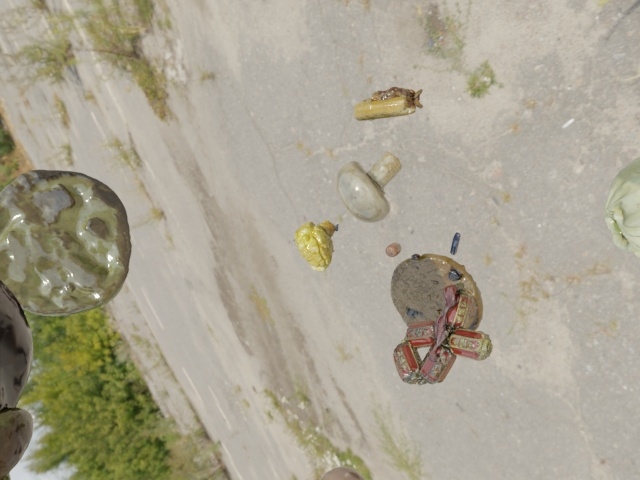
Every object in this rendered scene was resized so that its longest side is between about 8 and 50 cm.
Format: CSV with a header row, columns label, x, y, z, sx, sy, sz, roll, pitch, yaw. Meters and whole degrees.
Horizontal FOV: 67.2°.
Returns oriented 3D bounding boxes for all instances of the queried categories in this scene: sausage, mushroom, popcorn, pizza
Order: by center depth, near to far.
label,x,y,z,sx,sy,sz,roll,pitch,yaw
popcorn,0.000,0.000,0.781,0.084,0.084,0.084,39,145,35
pizza,0.186,-0.341,1.172,0.154,0.193,0.069,0,113,40
sausage,0.193,0.024,1.272,0.034,0.083,0.034,2,97,18
mushroom,0.149,-0.153,1.450,0.206,0.209,0.207,160,90,-74

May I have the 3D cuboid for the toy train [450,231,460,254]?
label,x,y,z,sx,sy,sz,roll,pitch,yaw
toy train,0.367,0.008,1.315,0.017,0.017,0.083,33,152,28

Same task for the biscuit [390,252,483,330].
label,x,y,z,sx,sy,sz,roll,pitch,yaw
biscuit,0.342,0.168,1.428,0.295,0.075,0.296,15,120,28

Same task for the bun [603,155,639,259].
label,x,y,z,sx,sy,sz,roll,pitch,yaw
bun,0.696,-0.057,1.024,0.159,0.259,0.260,-13,107,24

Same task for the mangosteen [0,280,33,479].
label,x,y,z,sx,sy,sz,roll,pitch,yaw
mangosteen,-0.431,0.146,0.485,0.292,0.297,0.297,13,139,4

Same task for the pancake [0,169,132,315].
label,x,y,z,sx,sy,sz,roll,pitch,yaw
pancake,-0.507,0.001,0.928,0.295,0.294,0.049,60,155,2

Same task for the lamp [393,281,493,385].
label,x,y,z,sx,sy,sz,roll,pitch,yaw
lamp,0.090,0.079,0.379,0.083,0.031,0.063,-44,40,31

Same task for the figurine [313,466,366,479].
label,x,y,z,sx,sy,sz,roll,pitch,yaw
figurine,0.048,0.545,1.015,0.138,0.125,0.125,14,126,50
